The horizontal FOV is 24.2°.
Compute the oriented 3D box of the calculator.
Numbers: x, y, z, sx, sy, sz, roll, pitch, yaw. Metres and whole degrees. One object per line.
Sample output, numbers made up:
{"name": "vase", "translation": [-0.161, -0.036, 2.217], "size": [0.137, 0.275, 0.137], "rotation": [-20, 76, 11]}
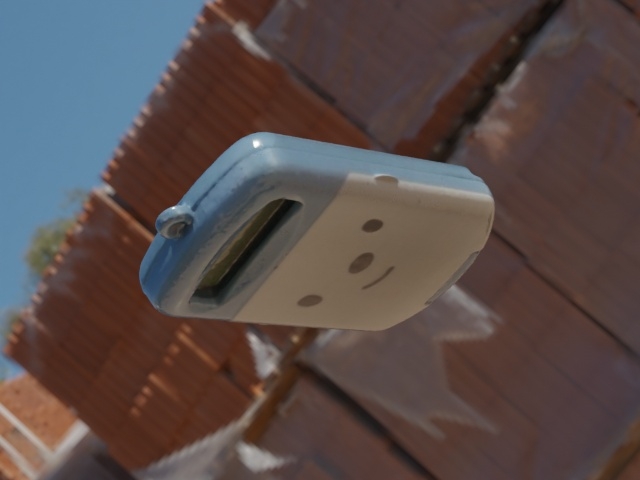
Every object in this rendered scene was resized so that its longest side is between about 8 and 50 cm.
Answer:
{"name": "calculator", "translation": [0.000, 0.000, 0.787], "size": [0.210, 0.039, 0.121], "rotation": [8, -47, -42]}
